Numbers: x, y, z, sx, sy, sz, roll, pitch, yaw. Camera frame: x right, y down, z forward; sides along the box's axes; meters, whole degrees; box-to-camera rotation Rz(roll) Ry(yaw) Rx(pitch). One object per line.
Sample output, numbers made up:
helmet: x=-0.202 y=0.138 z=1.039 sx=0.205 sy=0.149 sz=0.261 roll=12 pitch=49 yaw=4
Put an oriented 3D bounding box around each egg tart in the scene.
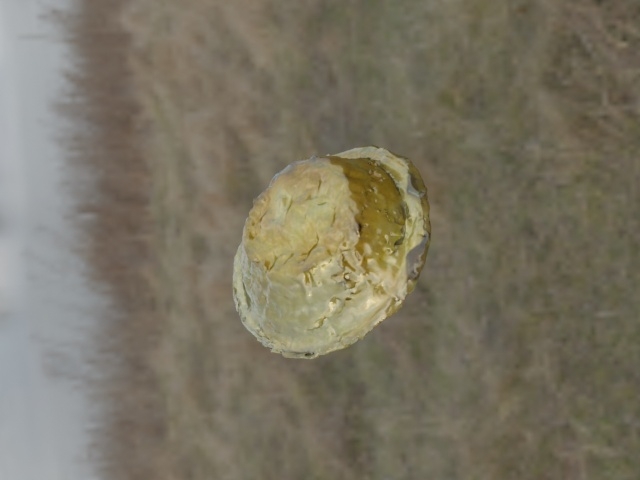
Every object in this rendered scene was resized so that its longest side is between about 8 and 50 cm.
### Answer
egg tart: x=0.000 y=0.000 z=0.826 sx=0.049 sy=0.128 sz=0.129 roll=39 pitch=-153 yaw=-45
